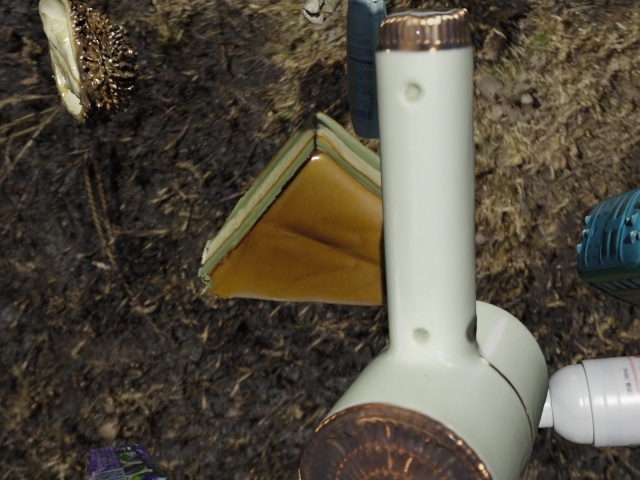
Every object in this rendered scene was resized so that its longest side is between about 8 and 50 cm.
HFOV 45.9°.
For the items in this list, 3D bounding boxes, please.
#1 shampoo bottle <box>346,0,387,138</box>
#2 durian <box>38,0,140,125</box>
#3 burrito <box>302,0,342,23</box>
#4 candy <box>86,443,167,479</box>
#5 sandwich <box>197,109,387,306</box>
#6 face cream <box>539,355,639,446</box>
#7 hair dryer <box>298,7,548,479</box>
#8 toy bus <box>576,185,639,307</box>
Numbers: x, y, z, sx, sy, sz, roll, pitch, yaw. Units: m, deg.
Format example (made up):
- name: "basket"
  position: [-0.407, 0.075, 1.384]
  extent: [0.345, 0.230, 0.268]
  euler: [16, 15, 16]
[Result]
- name: "shampoo bottle"
  position: [0.070, -0.249, 1.081]
  extent: [0.072, 0.049, 0.212]
  euler: [29, 136, 36]
- name: "durian"
  position: [-0.189, -0.152, 0.643]
  extent: [0.071, 0.140, 0.110]
  euler: [-15, 137, -21]
- name: "burrito"
  position: [0.022, -0.459, 1.392]
  extent: [0.045, 0.188, 0.058]
  euler: [0, 135, 33]
- name: "candy"
  position: [-0.243, 0.299, 0.929]
  extent: [0.088, 0.312, 0.061]
  euler: [-4, 84, -17]
- name: "sandwich"
  position: [0.000, 0.000, 0.926]
  extent: [0.198, 0.155, 0.227]
  euler: [36, 114, -18]
- name: "face cream"
  position: [0.469, 0.267, 1.242]
  extent: [0.370, 0.145, 0.145]
  euler: [-8, 108, 14]
- name: "hair dryer"
  position: [0.072, 0.014, 0.490]
  extent: [0.128, 0.203, 0.361]
  euler: [3, 105, 24]
- name: "toy bus"
  position: [0.550, 0.006, 1.204]
  extent: [0.200, 0.343, 0.183]
  euler: [19, 83, 1]
